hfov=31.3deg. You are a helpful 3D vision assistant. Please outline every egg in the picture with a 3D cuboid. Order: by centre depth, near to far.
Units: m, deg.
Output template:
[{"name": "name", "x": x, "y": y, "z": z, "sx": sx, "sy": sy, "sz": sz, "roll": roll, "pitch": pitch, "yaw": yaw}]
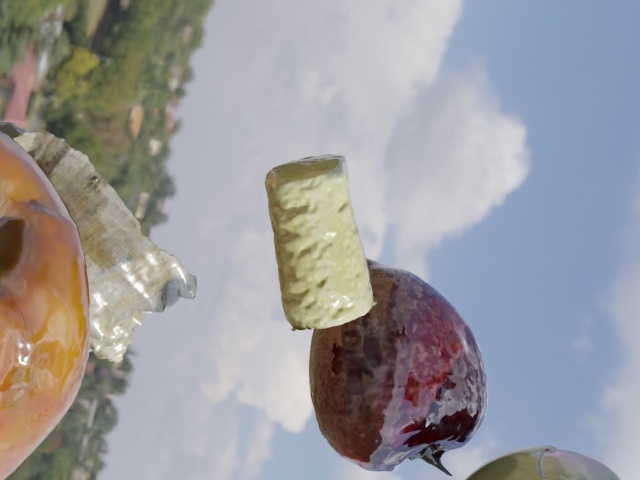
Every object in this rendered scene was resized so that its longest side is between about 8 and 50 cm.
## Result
[{"name": "egg", "x": 0.268, "y": 0.339, "z": 1.373, "sx": 0.183, "sy": 0.217, "sz": 0.183, "roll": -16, "pitch": 90, "yaw": -77}]

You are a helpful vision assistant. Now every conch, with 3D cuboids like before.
[{"name": "conch", "x": -0.276, "y": 0.029, "z": 1.262, "sx": 0.324, "sy": 0.263, "sz": 0.186, "roll": 56, "pitch": 42, "yaw": -46}]

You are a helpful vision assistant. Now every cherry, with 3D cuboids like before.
[{"name": "cherry", "x": 0.094, "y": 0.161, "z": 1.447, "sx": 0.203, "sy": 0.230, "sz": 0.300, "roll": 134, "pitch": -58, "yaw": -66}]

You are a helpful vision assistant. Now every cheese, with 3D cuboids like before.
[{"name": "cheese", "x": 0.000, "y": 0.000, "z": 1.190, "sx": 0.123, "sy": 0.093, "sz": 0.167, "roll": -46, "pitch": 129, "yaw": -70}]

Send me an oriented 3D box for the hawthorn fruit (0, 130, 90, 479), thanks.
[{"name": "hawthorn fruit", "x": -0.426, "y": 0.055, "z": 0.961, "sx": 0.472, "sy": 0.471, "sz": 0.472, "roll": -166, "pitch": -90, "yaw": -82}]
